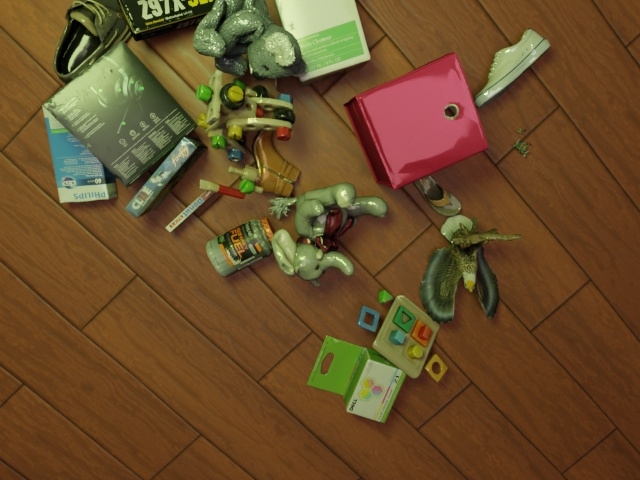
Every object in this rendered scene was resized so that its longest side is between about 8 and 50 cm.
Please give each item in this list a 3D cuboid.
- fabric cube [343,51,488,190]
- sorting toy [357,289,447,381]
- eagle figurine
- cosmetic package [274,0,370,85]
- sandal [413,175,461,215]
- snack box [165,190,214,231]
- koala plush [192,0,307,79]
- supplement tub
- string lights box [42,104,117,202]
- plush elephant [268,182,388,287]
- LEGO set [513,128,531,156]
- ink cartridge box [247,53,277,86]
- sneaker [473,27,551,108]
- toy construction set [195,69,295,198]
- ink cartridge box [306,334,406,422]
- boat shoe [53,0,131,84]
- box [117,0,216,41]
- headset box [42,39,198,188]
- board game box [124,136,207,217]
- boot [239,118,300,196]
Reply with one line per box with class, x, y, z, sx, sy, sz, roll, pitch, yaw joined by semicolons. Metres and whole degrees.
fabric cube;0.238;-0.307;1.232;0.258;0.259;0.254;-24;103;1
sorting toy;0.273;0.291;1.422;0.348;0.047;0.196;39;63;-11
eagle figurine;0.431;0.094;1.389;0.226;0.225;0.298;27;138;30
cosmetic package;-0.018;-0.611;1.204;0.197;0.155;0.365;-19;103;3
sandal;0.345;-0.137;1.380;0.180;0.049;0.072;43;96;-11
snack box;-0.363;-0.093;1.329;0.178;0.064;0.022;-41;100;5
koala plush;-0.136;-0.459;1.081;0.221;0.196;0.203;33;98;6
supplement tub;-0.218;0.016;1.336;0.190;0.117;0.117;-27;102;1
string lights box;-0.651;-0.238;1.272;0.133;0.077;0.259;-4;102;-3
plush elephant;0.000;0.000;1.277;0.330;0.272;0.255;-3;83;23
LEGO set;0.597;-0.289;1.386;0.054;0.023;0.083;10;88;-8
ink cartridge box;-0.160;-0.499;1.235;0.067;0.115;0.198;-10;101;-1
sneaker;0.518;-0.483;1.313;0.258;0.094;0.091;-43;83;1
toy construction set;-0.235;-0.268;1.156;0.237;0.257;0.308;10;99;-47
ink cartridge box;0.109;0.432;1.456;0.255;0.097;0.188;20;99;-9
boat shoe;-0.565;-0.548;1.188;0.132;0.130;0.355;25;99;-9
box;-0.364;-0.674;1.160;0.322;0.079;0.257;-25;105;-17
headset box;-0.506;-0.320;1.188;0.246;0.131;0.283;-46;113;-9
board game box;-0.410;-0.174;1.259;0.042;0.165;0.243;41;95;-11
boot;-0.126;-0.229;1.324;0.152;0.073;0.197;20;99;-15
